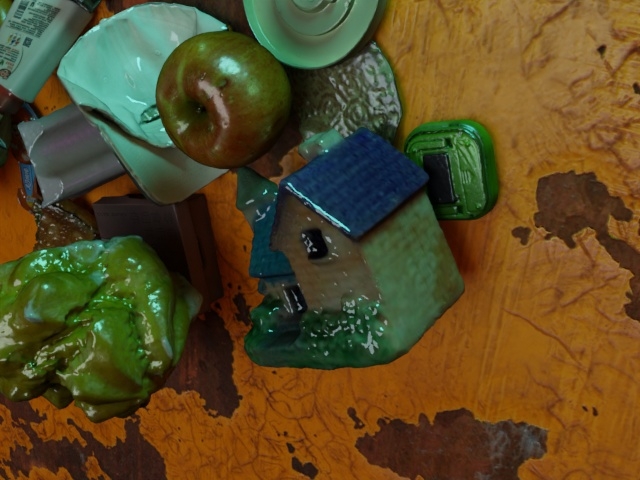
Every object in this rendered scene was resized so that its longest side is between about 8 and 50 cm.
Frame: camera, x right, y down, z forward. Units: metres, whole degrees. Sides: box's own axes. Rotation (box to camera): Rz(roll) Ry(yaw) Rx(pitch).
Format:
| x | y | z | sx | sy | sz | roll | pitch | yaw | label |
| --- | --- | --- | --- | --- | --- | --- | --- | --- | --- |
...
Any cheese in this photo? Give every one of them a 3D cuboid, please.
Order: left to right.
| x | y | z | sx | sy | sz | roll | pitch | yaw | label |
| --- | --- | --- | --- | --- | --- | --- | --- | --- | --- |
| -0.597 | -0.170 | 1.625 | 0.106 | 0.037 | 0.256 | 18 | 117 | 30 | cheese |

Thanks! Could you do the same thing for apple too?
| x | y | z | sx | sy | sz | roll | pitch | yaw | label |
| --- | --- | --- | --- | --- | --- | --- | --- | --- | --- |
| -0.134 | -0.203 | 1.151 | 0.196 | 0.196 | 0.196 | 14 | 116 | 30 | apple |

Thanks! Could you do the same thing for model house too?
| x | y | z | sx | sy | sz | roll | pitch | yaw | label |
| --- | --- | --- | --- | --- | --- | --- | --- | --- | --- |
| 0.000 | 0.000 | 1.125 | 0.312 | 0.245 | 0.280 | -8 | 111 | 45 | model house |

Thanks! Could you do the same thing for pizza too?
| x | y | z | sx | sy | sz | roll | pitch | yaw | label |
| --- | --- | --- | --- | --- | --- | --- | --- | --- | --- |
| -0.514 | 0.001 | 1.625 | 0.147 | 0.069 | 0.226 | 20 | 128 | 0 | pizza |

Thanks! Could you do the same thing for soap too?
| x | y | z | sx | sy | sz | roll | pitch | yaw | label |
| --- | --- | --- | --- | --- | --- | --- | --- | --- | --- |
| -0.374 | -0.191 | 1.459 | 0.302 | 0.258 | 0.159 | -23 | 96 | -5 | soap |

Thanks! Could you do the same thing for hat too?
| x | y | z | sx | sy | sz | roll | pitch | yaw | label |
| --- | --- | --- | --- | --- | --- | --- | --- | --- | --- |
| -0.254 | -0.212 | 1.291 | 0.168 | 0.258 | 0.301 | 34 | 151 | 53 | hat |

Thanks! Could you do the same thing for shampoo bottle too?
| x | y | z | sx | sy | sz | roll | pitch | yaw | label |
| --- | --- | --- | --- | --- | --- | --- | --- | --- | --- |
| -0.523 | -0.303 | 1.413 | 0.153 | 0.071 | 0.284 | 25 | 90 | 25 | shampoo bottle |

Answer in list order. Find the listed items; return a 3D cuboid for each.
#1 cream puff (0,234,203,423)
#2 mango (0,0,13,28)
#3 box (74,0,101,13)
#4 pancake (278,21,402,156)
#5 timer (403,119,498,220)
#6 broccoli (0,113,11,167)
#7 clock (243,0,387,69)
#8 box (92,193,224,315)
| x | y | z | sx | sy | sz | roll | pitch | yaw | label |
| --- | --- | --- | --- | --- | --- | --- | --- | --- | --- |
| -0.376 | 0.165 | 1.299 | 0.378 | 0.378 | 0.275 | -35 | 66 | 39 | cream puff |
| -0.608 | -0.410 | 1.512 | 0.103 | 0.076 | 0.161 | -16 | 91 | 45 | mango |
| -0.387 | -0.432 | 1.336 | 0.063 | 0.060 | 0.085 | 39 | 85 | 7 | box |
| 0.022 | -0.207 | 1.180 | 0.212 | 0.029 | 0.235 | -6 | 105 | 36 | pancake |
| 0.178 | -0.094 | 1.107 | 0.128 | 0.047 | 0.140 | 1 | 109 | 35 | timer |
| -0.759 | -0.206 | 1.540 | 0.310 | 0.413 | 0.321 | 26 | 148 | -28 | broccoli |
| -0.013 | -0.359 | 1.123 | 0.235 | 0.029 | 0.235 | 8 | 106 | 30 | clock |
| -0.292 | 0.018 | 1.458 | 0.215 | 0.086 | 0.215 | 1 | 110 | 34 | box |
